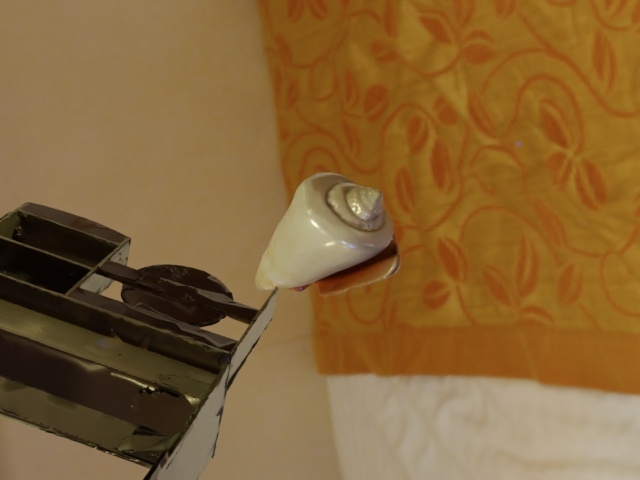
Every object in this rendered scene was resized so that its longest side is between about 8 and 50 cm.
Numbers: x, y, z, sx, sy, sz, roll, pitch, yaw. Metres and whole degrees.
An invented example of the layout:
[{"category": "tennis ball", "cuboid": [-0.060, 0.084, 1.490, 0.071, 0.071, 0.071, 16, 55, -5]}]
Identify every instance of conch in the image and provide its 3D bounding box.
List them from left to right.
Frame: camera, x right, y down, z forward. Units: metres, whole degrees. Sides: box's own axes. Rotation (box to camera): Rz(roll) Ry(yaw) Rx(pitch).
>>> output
[{"category": "conch", "cuboid": [0.005, 0.009, 0.908, 0.176, 0.104, 0.094, -56, 52, 32]}]

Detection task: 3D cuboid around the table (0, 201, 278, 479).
[{"category": "table", "cuboid": [-0.116, 0.060, 0.474, 0.175, 0.146, 0.062, -55, -19, -63]}]
